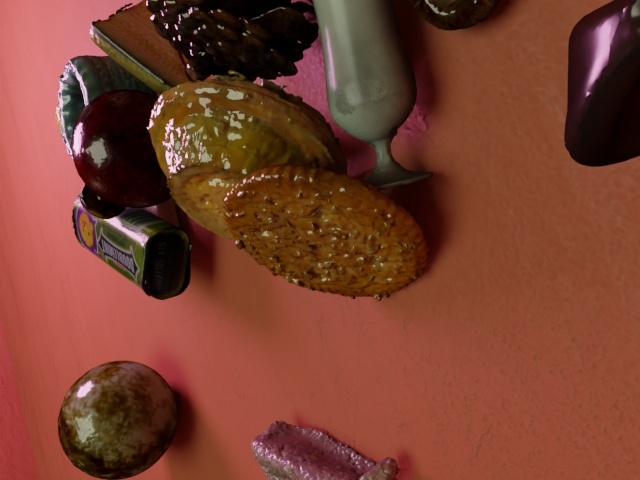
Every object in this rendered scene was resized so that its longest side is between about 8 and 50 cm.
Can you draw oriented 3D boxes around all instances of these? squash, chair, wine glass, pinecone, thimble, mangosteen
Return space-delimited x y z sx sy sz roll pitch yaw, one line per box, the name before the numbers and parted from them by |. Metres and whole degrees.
squash | -0.282 -0.324 1.158 0.252 0.169 0.093 37 136 -2
chair | 0.250 -0.253 0.369 0.226 0.226 0.401 1 100 51
wine glass | 0.055 -0.174 0.691 0.103 0.103 0.231 -4 101 51
pinecone | -0.100 -0.318 0.786 0.224 0.224 0.273 0 66 51
thimble | -0.435 -0.255 1.262 0.198 0.143 0.235 4 103 51
mangosteen | -0.347 -0.141 1.104 0.257 0.215 0.215 -42 64 26

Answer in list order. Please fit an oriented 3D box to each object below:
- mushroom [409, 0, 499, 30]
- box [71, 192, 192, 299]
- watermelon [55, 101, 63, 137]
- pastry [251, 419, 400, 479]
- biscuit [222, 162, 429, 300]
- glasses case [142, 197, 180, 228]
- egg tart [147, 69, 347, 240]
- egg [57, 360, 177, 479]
mushroom | 0.065 -0.314 0.577 0.148 0.217 0.227 -48 61 45
box | -0.372 -0.001 1.192 0.345 0.097 0.134 22 117 46
watermelon | -0.609 -0.294 1.527 0.105 0.062 0.105 21 120 42
pastry | 0.005 0.340 0.884 0.265 0.103 0.112 -1 104 53
biscuit | 0.000 0.000 0.739 0.254 0.254 0.035 -26 36 50
glasses case | -0.328 -0.080 1.240 0.083 0.050 0.196 -19 83 49
egg tart | -0.105 -0.086 0.810 0.288 0.288 0.118 -24 41 50
egg | -0.426 0.384 1.308 0.238 0.238 0.289 58 145 25
